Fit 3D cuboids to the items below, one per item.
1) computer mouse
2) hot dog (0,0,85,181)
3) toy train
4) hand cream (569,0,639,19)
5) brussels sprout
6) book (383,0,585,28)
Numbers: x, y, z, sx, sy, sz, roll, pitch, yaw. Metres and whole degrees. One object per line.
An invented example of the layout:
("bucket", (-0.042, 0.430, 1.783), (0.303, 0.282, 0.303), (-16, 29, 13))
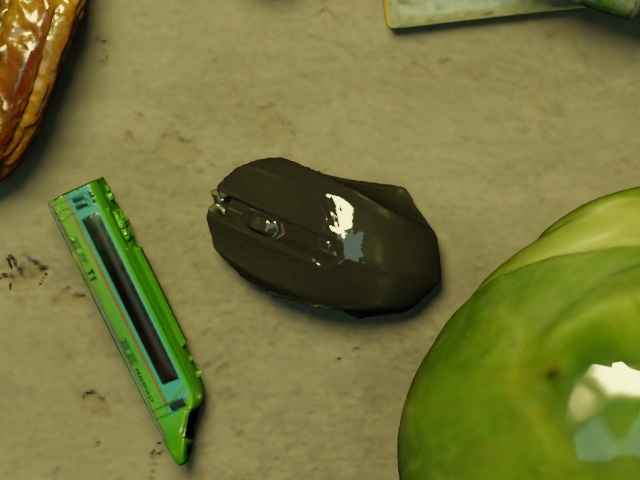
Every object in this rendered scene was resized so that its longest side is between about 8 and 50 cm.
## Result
("computer mouse", (0.000, 0.000, 1.087), (0.172, 0.057, 0.099), (19, 103, 6))
("hot dog", (-0.242, -0.140, 1.072), (0.161, 0.099, 0.226), (17, 104, 4))
("toy train", (-0.124, 0.056, 1.118), (0.042, 0.044, 0.209), (-25, 97, 8))
("hand cream", (0.113, -0.200, 1.014), (0.256, 0.055, 0.088), (23, 117, 7))
("brussels sprout", (0.232, 0.125, 0.975), (0.371, 0.276, 0.314), (-7, 103, 7))
("book", (0.149, -0.336, 1.000), (0.269, 0.032, 0.388), (-6, 107, 9))
